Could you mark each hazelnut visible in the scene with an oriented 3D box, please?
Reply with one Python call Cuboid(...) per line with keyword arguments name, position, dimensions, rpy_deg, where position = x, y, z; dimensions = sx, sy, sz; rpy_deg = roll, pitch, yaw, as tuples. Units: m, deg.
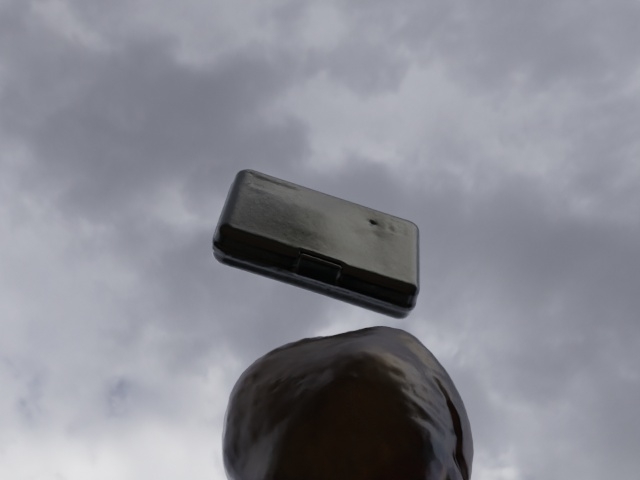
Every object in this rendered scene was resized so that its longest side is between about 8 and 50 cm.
Cuboid(name="hazelnut", position=(0.027, 0.194, 0.809), dimensions=(0.229, 0.229, 0.230), rpy_deg=(1, -112, -1))

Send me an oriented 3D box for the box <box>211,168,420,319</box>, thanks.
Cuboid(name="box", position=(0.000, 0.000, 1.072), dimensions=(0.230, 0.050, 0.160), rpy_deg=(18, -149, -5))
